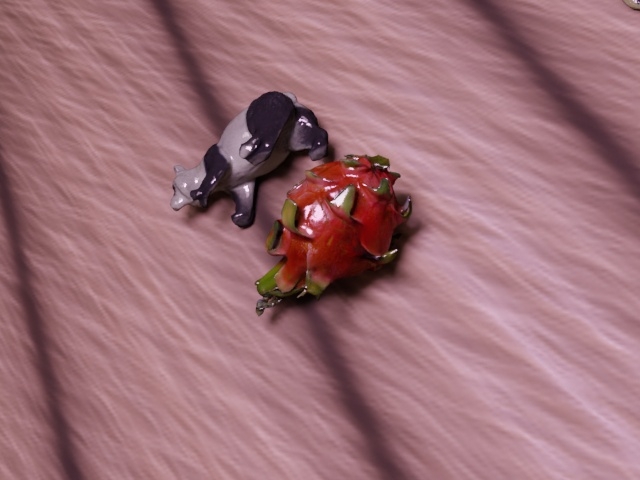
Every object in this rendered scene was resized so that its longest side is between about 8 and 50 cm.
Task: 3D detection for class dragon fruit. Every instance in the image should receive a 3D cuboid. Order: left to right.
[{"bbox_3d":[0.001,0.002,0.998,0.236,0.137,0.135,-43,89,8],"label":"dragon fruit"}]

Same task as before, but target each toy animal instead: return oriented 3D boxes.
[{"bbox_3d":[-0.101,-0.103,1.139,0.225,0.094,0.121,-40,42,20],"label":"toy animal"}]

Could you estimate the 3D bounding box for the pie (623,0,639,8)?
[{"bbox_3d":[0.371,-0.291,0.988,0.084,0.021,0.084,-14,60,26],"label":"pie"}]
